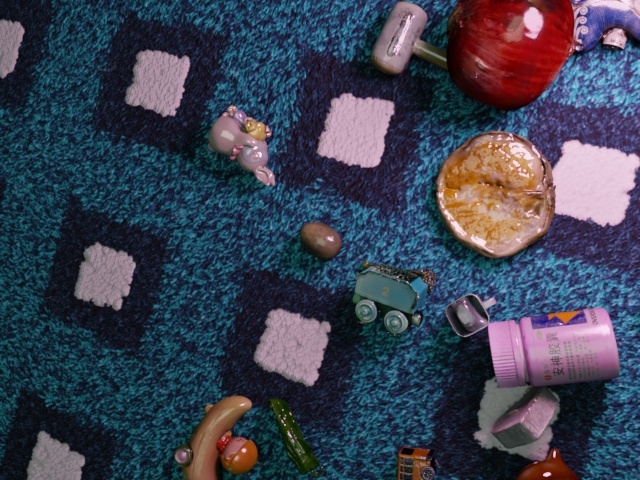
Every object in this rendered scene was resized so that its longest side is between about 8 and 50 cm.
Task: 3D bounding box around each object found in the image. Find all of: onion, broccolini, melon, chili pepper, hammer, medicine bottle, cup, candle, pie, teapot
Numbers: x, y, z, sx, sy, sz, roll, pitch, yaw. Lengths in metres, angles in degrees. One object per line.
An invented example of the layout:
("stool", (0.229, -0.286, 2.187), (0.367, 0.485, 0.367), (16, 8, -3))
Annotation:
("onion", (0.470, -0.514, 1.588), (0.341, 0.341, 0.341), (-1, 88, 17))
("broccolini", (0.215, 0.090, 1.790), (0.216, 0.058, 0.067), (15, 93, 17))
("melon", (0.000, 0.000, 1.837), (0.130, 0.098, 0.098), (30, 97, 18))
("chili pepper", (-0.075, 0.566, 1.844), (0.074, 0.100, 0.257), (-26, 73, -3))
("hammer", (0.303, -0.517, 1.766), (0.305, 0.113, 0.202), (27, 99, 10))
("medicine bottle", (0.580, 0.273, 1.614), (0.290, 0.178, 0.178), (-9, 86, 16))
("cup", (0.404, 0.185, 1.694), (0.128, 0.129, 0.095), (-32, 81, 13))
("candle", (0.521, 0.454, 1.634), (0.068, 0.168, 0.192), (44, 102, 7))
("pie", (0.468, -0.123, 1.716), (0.339, 0.077, 0.339), (1, 92, 16))
("teapot", (0.560, 0.647, 1.646), (0.178, 0.135, 0.252), (16, 113, -12))

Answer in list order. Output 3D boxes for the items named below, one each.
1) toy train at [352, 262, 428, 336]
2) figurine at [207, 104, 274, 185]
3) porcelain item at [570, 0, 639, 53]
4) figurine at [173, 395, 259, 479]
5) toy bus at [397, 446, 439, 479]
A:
("toy train", (0.188, 0.155, 1.748), (0.203, 0.112, 0.163), (18, 109, 21))
("figurine", (-0.207, -0.276, 1.901), (0.235, 0.127, 0.155), (36, 88, 9))
("porcelain item", (0.752, -0.553, 1.616), (0.288, 0.138, 0.186), (17, 104, 17))
("figurine", (-0.288, 0.612, 1.891), (0.222, 0.124, 0.325), (32, 93, 15))
("toy bus", (0.257, 0.672, 1.738), (0.114, 0.098, 0.201), (2, 88, 17))
